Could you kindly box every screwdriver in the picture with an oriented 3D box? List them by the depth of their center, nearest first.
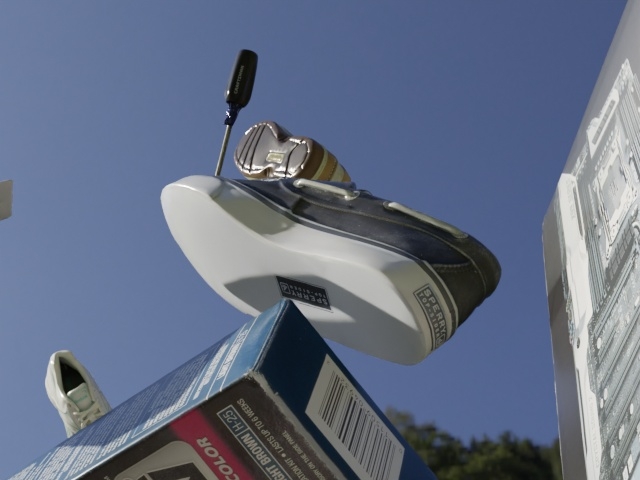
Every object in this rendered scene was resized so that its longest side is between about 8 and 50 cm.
[{"bbox_3d":[-0.085,-0.088,1.015,0.025,0.170,0.024,23,-14,-22],"label":"screwdriver"}]

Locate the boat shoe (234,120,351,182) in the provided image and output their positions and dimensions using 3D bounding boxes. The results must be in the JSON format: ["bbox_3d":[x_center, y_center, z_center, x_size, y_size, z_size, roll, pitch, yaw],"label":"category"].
[{"bbox_3d":[-0.030,-0.077,1.240,0.072,0.190,0.068,28,-88,-29],"label":"boat shoe"}]

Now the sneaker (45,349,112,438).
[{"bbox_3d":[-0.225,0.172,1.125,0.054,0.152,0.061,-29,-23,-21],"label":"sneaker"}]

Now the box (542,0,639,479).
[{"bbox_3d":[0.161,-0.010,0.429,0.077,0.242,0.307,6,-39,-2],"label":"box"}]

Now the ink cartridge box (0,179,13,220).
[{"bbox_3d":[-0.325,0.017,0.933,0.181,0.061,0.104,-19,-11,-20],"label":"ink cartridge box"}]

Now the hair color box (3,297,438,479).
[{"bbox_3d":[-0.110,0.205,0.784,0.347,0.105,0.174,-34,-77,23],"label":"hair color box"}]

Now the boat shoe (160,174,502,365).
[{"bbox_3d":[0.000,0.000,0.872,0.301,0.102,0.108,16,-49,46],"label":"boat shoe"}]
